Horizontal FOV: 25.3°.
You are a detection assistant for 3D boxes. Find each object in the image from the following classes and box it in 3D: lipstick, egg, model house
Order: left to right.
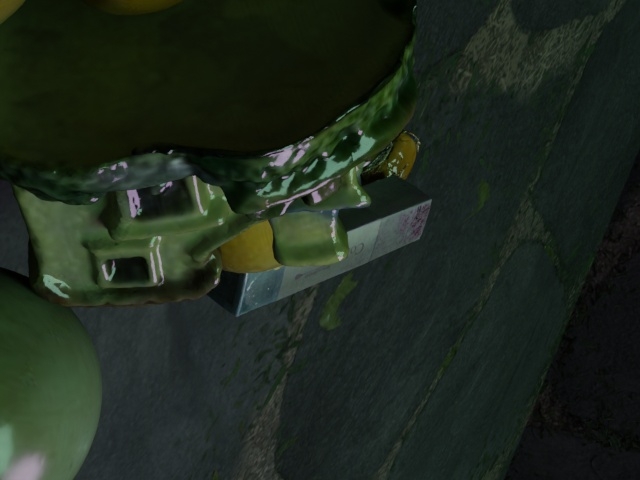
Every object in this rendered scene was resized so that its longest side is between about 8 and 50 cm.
[{"bbox_3d":[-0.274,0.120,1.082,0.218,0.218,0.295,-69,168,16],"label":"egg"},{"bbox_3d":[-0.085,-0.062,1.053,0.266,0.321,0.261,87,-3,-49],"label":"model house"},{"bbox_3d":[0.000,0.000,1.630,0.317,0.068,0.066,-22,136,-44],"label":"lipstick"}]

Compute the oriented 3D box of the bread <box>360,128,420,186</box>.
[{"bbox_3d":[0.080,-0.092,1.773,0.106,0.053,0.072,-44,148,-25],"label":"bread"}]

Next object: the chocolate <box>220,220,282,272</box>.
[{"bbox_3d":[-0.100,-0.151,1.257,0.162,0.162,0.445,-50,150,-25],"label":"chocolate"}]

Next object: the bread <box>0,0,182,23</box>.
[{"bbox_3d":[-0.188,-0.320,0.819,0.245,0.329,0.424,-11,140,-7],"label":"bread"}]
